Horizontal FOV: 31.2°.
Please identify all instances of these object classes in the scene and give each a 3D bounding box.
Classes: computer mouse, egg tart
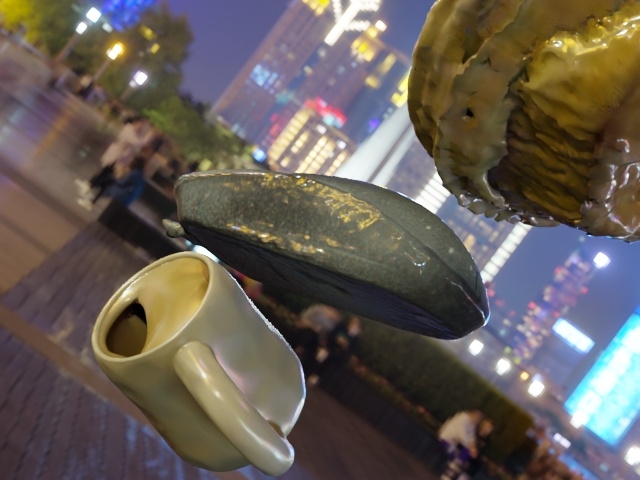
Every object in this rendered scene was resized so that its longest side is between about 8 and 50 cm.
[{"bbox_3d":[0.004,-0.005,0.689,0.229,0.068,0.113,17,-18,29],"label":"computer mouse"},{"bbox_3d":[0.232,-0.104,0.745,0.352,0.352,0.150,37,26,-48],"label":"egg tart"}]

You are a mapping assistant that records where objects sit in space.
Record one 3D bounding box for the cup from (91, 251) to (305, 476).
[{"bbox_3d":[-0.098,0.139,1.216,0.255,0.173,0.202,5,-40,47],"label":"cup"}]
